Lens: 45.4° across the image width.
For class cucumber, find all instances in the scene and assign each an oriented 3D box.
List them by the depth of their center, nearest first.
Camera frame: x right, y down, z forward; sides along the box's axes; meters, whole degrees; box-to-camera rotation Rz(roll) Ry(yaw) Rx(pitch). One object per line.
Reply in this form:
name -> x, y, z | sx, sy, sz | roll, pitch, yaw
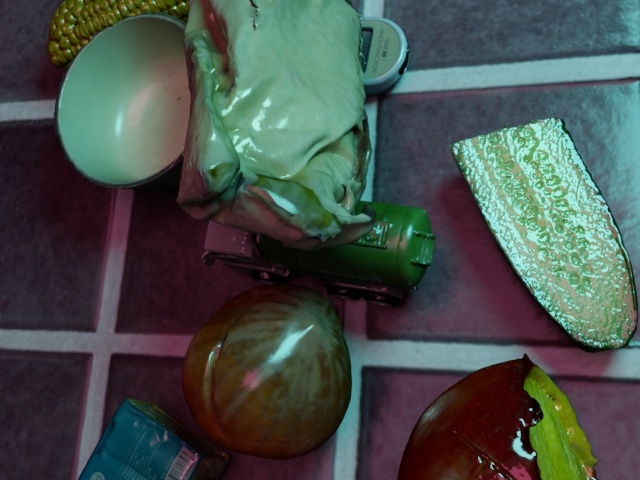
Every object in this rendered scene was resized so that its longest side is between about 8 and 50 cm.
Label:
cucumber -> 0.225, -0.001, 0.748 | 0.115, 0.063, 0.244 | -22, 70, 6

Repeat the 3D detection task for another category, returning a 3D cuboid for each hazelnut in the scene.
hazelnut -> -0.042, 0.133, 0.752 | 0.182, 0.182, 0.182 | -5, 74, 17

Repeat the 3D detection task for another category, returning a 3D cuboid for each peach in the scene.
peach -> 0.166, 0.215, 0.646 | 0.190, 0.196, 0.226 | 24, 86, -11

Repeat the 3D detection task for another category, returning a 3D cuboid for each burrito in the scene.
burrito -> -0.052, -0.125, 0.733 | 0.135, 0.190, 0.332 | -31, 44, 35

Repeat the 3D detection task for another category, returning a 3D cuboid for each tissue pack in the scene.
tissue pack -> -0.190, 0.269, 0.806 | 0.120, 0.082, 0.169 | 26, 86, 24

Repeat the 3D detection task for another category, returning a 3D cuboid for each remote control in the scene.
remote control -> -0.014, -0.216, 0.896 | 0.244, 0.047, 0.087 | 7, 75, 21

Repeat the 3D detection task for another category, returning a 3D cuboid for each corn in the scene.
corn -> -0.202, -0.300, 0.943 | 0.322, 0.119, 0.119 | -22, 70, 13

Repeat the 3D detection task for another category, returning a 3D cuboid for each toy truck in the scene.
toy truck -> 0.000, 0.000, 0.792 | 0.242, 0.125, 0.101 | 8, 79, 21

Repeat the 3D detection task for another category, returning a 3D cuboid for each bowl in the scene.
bowl -> -0.193, -0.146, 0.899 | 0.211, 0.112, 0.211 | -5, 74, 20
